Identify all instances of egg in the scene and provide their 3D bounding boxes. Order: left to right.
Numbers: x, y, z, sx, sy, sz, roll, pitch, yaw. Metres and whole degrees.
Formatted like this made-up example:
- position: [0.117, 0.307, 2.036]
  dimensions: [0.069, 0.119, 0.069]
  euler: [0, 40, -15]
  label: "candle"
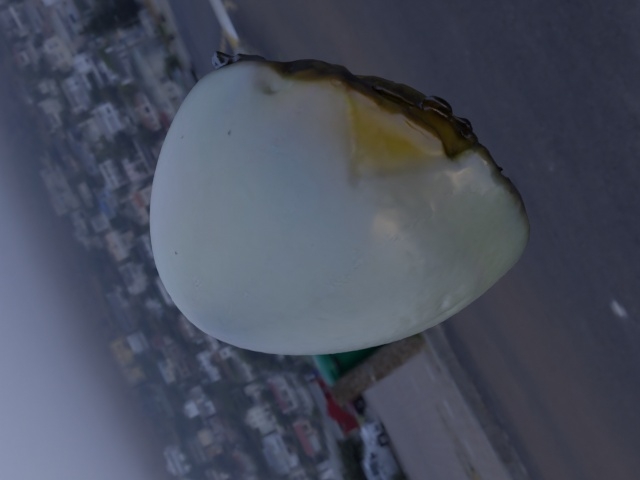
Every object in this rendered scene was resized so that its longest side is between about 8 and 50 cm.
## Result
- position: [0.001, 0.002, 0.736]
  dimensions: [0.286, 0.174, 0.264]
  euler: [10, 154, 32]
  label: "egg"
